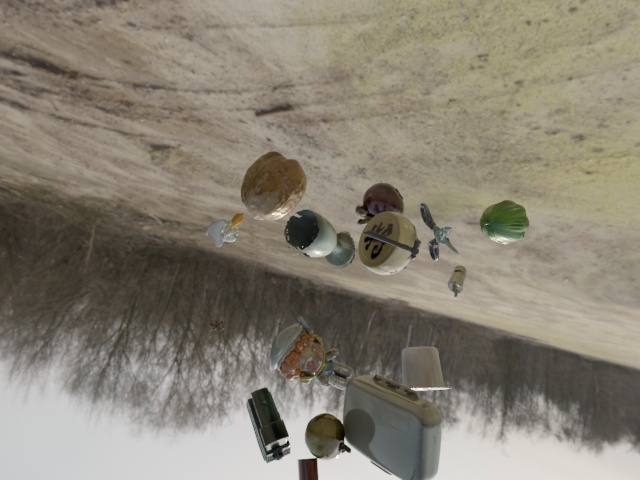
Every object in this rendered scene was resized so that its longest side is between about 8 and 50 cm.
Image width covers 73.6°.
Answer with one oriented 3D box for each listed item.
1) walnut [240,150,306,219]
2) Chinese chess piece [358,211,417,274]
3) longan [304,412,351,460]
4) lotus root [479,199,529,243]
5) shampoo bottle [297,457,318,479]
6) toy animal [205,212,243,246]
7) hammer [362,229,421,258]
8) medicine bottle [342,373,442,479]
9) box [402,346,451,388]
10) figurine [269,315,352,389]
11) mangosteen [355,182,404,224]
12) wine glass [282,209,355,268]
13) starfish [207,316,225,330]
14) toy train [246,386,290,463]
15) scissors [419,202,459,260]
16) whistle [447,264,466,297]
[{"bbox_3d":[-0.236,-0.253,2.092,0.305,0.344,0.306,28,177,2],"label":"walnut"},{"bbox_3d":[0.264,0.011,1.701,0.104,0.258,0.257,22,169,-32],"label":"Chinese chess piece"},{"bbox_3d":[0.028,0.672,1.455,0.176,0.145,0.155,14,159,26],"label":"longan"},{"bbox_3d":[0.700,-0.071,1.702,0.186,0.186,0.186,13,172,2],"label":"lotus root"},{"bbox_3d":[-0.036,0.876,1.435,0.064,0.261,0.102,7,153,-23],"label":"shampoo bottle"},{"bbox_3d":[-0.355,-0.046,1.590,0.127,0.131,0.181,10,-177,12],"label":"toy animal"},{"bbox_3d":[0.215,0.000,1.296,0.178,0.065,0.021,22,-150,9],"label":"hammer"},{"bbox_3d":[0.221,0.608,1.406,0.122,0.283,0.375,3,-179,-38],"label":"medicine bottle"},{"bbox_3d":[0.487,0.644,2.148,0.291,0.207,0.262,17,151,-36],"label":"box"},{"bbox_3d":[-0.046,0.503,1.727,0.382,0.225,0.205,48,148,-20],"label":"figurine"},{"bbox_3d":[0.284,-0.163,2.116,0.257,0.215,0.215,-33,160,9],"label":"mangosteen"},{"bbox_3d":[0.004,-0.004,1.835,0.190,0.191,0.357,8,171,36],"label":"wine glass"},{"bbox_3d":[-0.514,0.417,2.126,0.078,0.091,0.028,55,164,-3],"label":"starfish"},{"bbox_3d":[-0.234,0.815,1.934,0.138,0.330,0.178,-14,139,-21],"label":"toy train"},{"bbox_3d":[0.465,-0.016,1.673,0.029,0.256,0.383,-14,-172,0],"label":"scissors"},{"bbox_3d":[0.568,0.164,1.770,0.057,0.068,0.326,-11,-176,22],"label":"whistle"}]
